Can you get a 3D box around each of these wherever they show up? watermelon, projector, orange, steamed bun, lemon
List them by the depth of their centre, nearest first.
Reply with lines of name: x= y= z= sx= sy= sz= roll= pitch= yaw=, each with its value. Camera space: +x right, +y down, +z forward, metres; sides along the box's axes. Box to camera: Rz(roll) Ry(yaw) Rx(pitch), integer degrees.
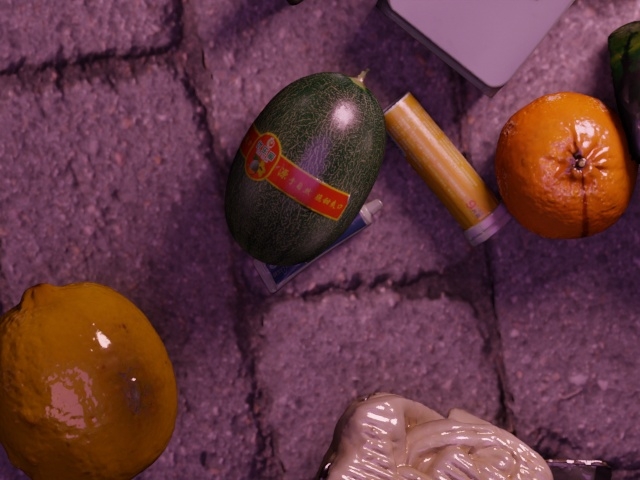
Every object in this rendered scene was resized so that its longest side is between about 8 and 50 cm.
watermelon: x=0.442 y=-0.148 z=1.776 sx=0.123 sy=0.129 sz=0.301 roll=-20 pitch=82 yaw=12
projector: x=0.220 y=-0.341 z=1.799 sx=0.198 sy=0.108 sz=0.250 roll=37 pitch=102 yaw=-5
orange: x=0.319 y=-0.095 z=1.816 sx=0.193 sy=0.161 sz=0.193 roll=2 pitch=104 yaw=6
lemon: x=-0.318 y=0.193 z=1.853 sx=0.260 sy=0.260 sz=0.284 roll=-42 pitch=101 yaw=9
steamed bun: x=0.107 y=0.386 z=1.888 sx=0.394 sy=0.237 sz=0.346 roll=-17 pitch=73 yaw=-13

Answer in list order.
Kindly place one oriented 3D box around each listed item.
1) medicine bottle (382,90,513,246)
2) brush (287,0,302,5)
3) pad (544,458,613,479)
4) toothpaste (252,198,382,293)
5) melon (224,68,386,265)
medicine bottle: x=0.163 y=-0.096 z=1.867 sx=0.074 sy=0.074 sz=0.218 roll=-39 pitch=96 yaw=9
brush: x=0.028 y=-0.372 z=1.791 sx=0.197 sy=0.123 sz=0.059 roll=-32 pitch=101 yaw=9
pad: x=0.321 y=0.417 z=1.988 sx=0.174 sy=0.022 sz=0.233 roll=0 pitch=102 yaw=1
toothpaste: x=0.000 y=0.000 z=1.912 sx=0.197 sy=0.035 sz=0.057 roll=-32 pitch=82 yaw=9
melon: x=-0.015 y=-0.101 z=1.817 sx=0.182 sy=0.182 sz=0.287 roll=29 pitch=102 yaw=-3
